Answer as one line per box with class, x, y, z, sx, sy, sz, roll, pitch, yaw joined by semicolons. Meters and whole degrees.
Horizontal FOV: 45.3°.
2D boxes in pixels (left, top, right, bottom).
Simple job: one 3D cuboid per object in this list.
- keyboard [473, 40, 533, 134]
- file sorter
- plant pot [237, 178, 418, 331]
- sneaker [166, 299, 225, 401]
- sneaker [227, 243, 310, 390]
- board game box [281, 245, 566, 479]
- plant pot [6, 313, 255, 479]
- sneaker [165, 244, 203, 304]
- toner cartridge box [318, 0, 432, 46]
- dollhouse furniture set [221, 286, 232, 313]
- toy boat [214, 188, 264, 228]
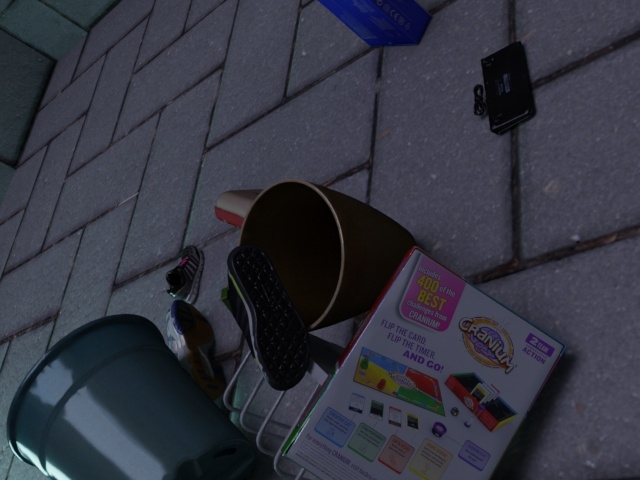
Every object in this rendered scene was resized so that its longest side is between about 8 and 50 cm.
keyboard;0.314;-0.262;1.340;0.108;0.023;0.180;-24;47;32
file sorter;0.000;0.270;1.191;0.173;0.193;0.278;-61;34;3
plant pot;0.036;0.026;1.245;0.237;0.254;0.237;-1;89;44
sneaker;-0.301;0.252;1.648;0.131;0.112;0.296;-47;36;18
sneaker;-0.082;0.116;1.146;0.097;0.084;0.234;122;133;-58
board game box;0.135;0.205;0.996;0.316;0.242;0.064;-56;-1;-11
plant pot;-0.317;0.362;1.368;0.334;0.341;0.341;34;93;32
sneaker;-0.331;0.075;1.847;0.063;0.075;0.170;-30;44;36
toner cartridge box;0.054;-0.526;1.571;0.165;0.348;0.075;20;80;55
dollhouse furniture set;-0.132;0.107;1.621;0.152;0.058;0.076;-24;37;14
toy boat;-0.127;-0.022;1.638;0.231;0.151;0.151;21;113;56
